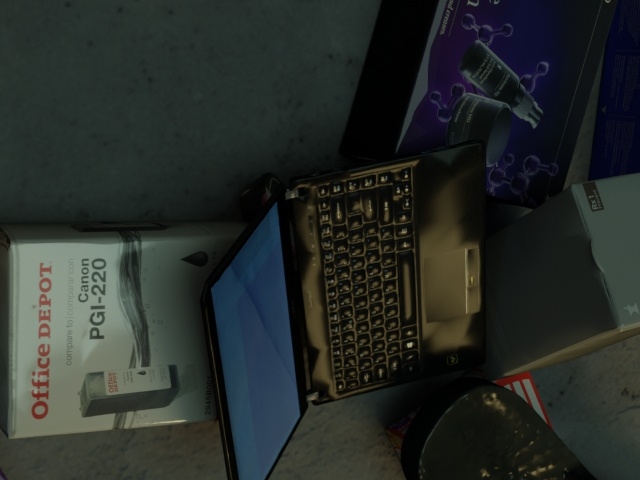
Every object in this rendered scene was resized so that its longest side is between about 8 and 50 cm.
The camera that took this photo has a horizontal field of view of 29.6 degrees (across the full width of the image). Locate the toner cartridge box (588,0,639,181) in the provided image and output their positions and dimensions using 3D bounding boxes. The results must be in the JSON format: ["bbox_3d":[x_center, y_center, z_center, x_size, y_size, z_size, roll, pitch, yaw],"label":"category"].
[{"bbox_3d":[0.341,-0.117,1.143,0.075,0.165,0.347,2,99,-27],"label":"toner cartridge box"}]

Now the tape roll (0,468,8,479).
[{"bbox_3d":[-0.357,0.257,0.912,0.275,0.090,0.274,-5,101,-26],"label":"tape roll"}]

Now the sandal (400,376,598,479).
[{"bbox_3d":[0.252,0.296,1.151,0.446,0.107,0.167,38,82,-28],"label":"sandal"}]

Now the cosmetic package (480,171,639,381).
[{"bbox_3d":[0.216,0.036,1.054,0.107,0.238,0.127,-10,79,-25],"label":"cosmetic package"}]

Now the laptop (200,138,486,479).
[{"bbox_3d":[0.033,0.072,0.972,0.264,0.136,0.234,-12,124,-11],"label":"laptop"}]

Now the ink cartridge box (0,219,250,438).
[{"bbox_3d":[-0.154,0.066,0.976,0.218,0.092,0.158,-1,99,-24],"label":"ink cartridge box"}]

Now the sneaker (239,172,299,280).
[{"bbox_3d":[0.000,0.000,1.059,0.077,0.072,0.178,-48,127,-17],"label":"sneaker"}]

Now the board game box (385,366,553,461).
[{"bbox_3d":[0.165,0.228,1.184,0.147,0.045,0.193,-32,111,-18],"label":"board game box"}]

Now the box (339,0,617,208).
[{"bbox_3d":[0.150,-0.174,1.078,0.184,0.103,0.261,14,93,-30],"label":"box"}]
